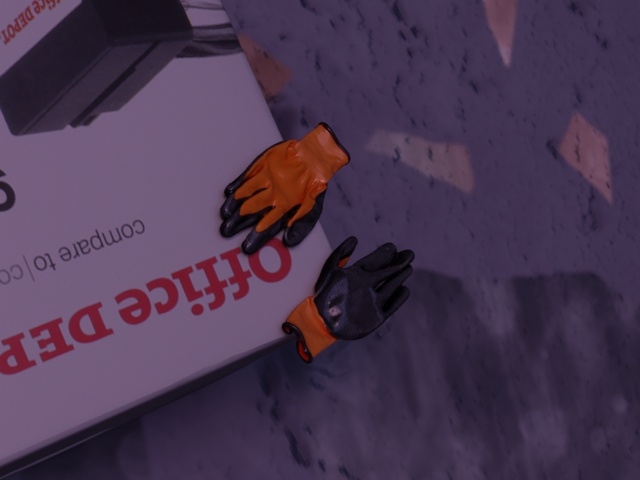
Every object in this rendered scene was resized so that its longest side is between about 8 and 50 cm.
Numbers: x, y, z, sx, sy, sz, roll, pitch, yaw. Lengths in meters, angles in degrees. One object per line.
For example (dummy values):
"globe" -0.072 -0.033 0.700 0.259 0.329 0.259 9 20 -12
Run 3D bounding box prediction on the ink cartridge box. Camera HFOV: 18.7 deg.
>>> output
"ink cartridge box" -0.156 -0.061 0.762 0.223 0.129 0.307 -22 87 -39

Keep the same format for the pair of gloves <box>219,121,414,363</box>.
"pair of gloves" 0.000 0.000 0.763 0.074 0.010 0.083 -37 98 -40
